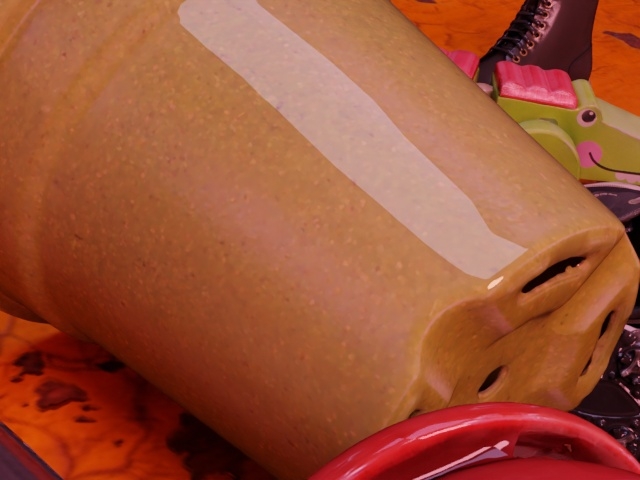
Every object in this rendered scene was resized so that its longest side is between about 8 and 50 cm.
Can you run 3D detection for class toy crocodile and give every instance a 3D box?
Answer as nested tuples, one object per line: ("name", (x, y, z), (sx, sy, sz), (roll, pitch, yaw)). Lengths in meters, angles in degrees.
("toy crocodile", (0.098, -0.100, 1.019), (0.340, 0.105, 0.115), (9, 26, 3))

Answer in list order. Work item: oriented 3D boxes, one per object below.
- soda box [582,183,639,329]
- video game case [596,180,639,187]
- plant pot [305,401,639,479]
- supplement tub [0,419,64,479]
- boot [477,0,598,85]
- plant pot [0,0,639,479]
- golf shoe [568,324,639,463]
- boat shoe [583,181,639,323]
("soda box", (0.180, 0.009, 0.871), (0.053, 0.060, 0.169), (-15, 35, -38))
("video game case", (0.297, -0.010, 0.995), (0.157, 0.019, 0.143), (4, 25, -7))
("plant pot", (0.066, 0.150, 0.397), (0.191, 0.191, 0.174), (-3, 25, -23))
("supplement tub", (-0.133, 0.121, 0.492), (0.106, 0.106, 0.198), (-15, 34, -39))
("boot", (0.165, -0.174, 1.160), (0.077, 0.137, 0.198), (29, 33, 37))
("plant pot", (0.000, 0.000, 0.650), (0.276, 0.276, 0.254), (-17, 47, -42))
("golf shoe", (0.180, 0.082, 0.725), (0.198, 0.077, 0.094), (16, 9, 11))
("boat shoe", (0.166, 0.006, 0.782), (0.079, 0.084, 0.233), (5, 1, -40))
